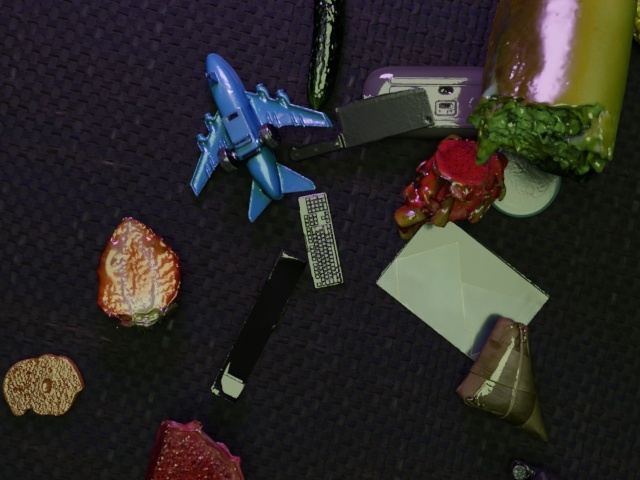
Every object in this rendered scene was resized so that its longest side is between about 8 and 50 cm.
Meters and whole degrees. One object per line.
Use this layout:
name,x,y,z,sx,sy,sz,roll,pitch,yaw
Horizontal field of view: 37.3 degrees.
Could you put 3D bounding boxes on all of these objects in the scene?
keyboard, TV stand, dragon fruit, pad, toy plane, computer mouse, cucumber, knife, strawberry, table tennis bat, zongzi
keyboard,0.000,0.000,1.549,0.053,0.010,0.155,-12,90,1
TV stand,-0.099,0.138,1.534,0.049,0.040,0.256,27,90,0
dragon fruit,0.200,-0.077,1.495,0.208,0.133,0.150,-42,134,12
pad,0.233,0.082,1.554,0.243,0.004,0.163,38,90,-1
toy plane,-0.120,-0.176,1.506,0.254,0.105,0.271,-27,93,16
computer mouse,0.183,-0.221,1.524,0.232,0.057,0.120,0,98,2
cucumber,0.007,-0.317,1.527,0.058,0.052,0.214,5,90,-8
knife,0.057,-0.184,1.509,0.245,0.019,0.072,-15,99,16
dragon fruit,-0.201,0.403,1.503,0.161,0.126,0.274,14,100,-10
strawberry,-0.293,0.056,1.517,0.147,0.082,0.187,-12,84,-5
table tennis bat,0.346,-0.131,1.540,0.124,0.033,0.201,32,94,3
zongzi,0.328,0.222,1.519,0.176,0.078,0.160,27,97,-9

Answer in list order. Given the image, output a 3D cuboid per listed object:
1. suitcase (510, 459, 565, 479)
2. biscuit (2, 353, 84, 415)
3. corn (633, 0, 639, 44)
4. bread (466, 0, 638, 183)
suitcase,0.412,0.484,1.459,0.312,0.202,0.128,32,100,-1
biscuit,-0.452,0.237,1.545,0.130,0.019,0.102,-7,90,0
corn,0.584,-0.297,1.509,0.244,0.093,0.093,44,90,1
bread,0.351,-0.276,1.404,0.208,0.251,0.376,17,74,1
